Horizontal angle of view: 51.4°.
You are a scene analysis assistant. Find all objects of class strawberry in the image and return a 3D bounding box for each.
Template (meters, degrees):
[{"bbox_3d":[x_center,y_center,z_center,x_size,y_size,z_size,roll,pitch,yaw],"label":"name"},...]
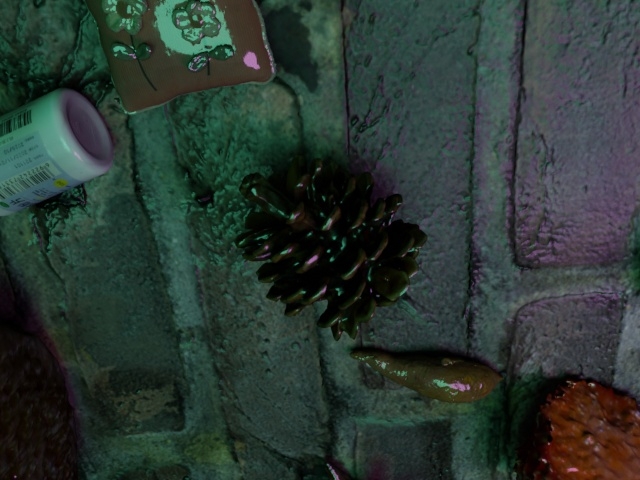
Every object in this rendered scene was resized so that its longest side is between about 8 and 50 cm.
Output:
[{"bbox_3d":[0.370,0.331,0.930,0.234,0.233,0.178,15,141,-8],"label":"strawberry"}]

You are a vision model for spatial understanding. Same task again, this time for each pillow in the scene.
[{"bbox_3d":[-0.146,-0.223,0.679,0.179,0.075,0.171,-10,118,5],"label":"pillow"}]

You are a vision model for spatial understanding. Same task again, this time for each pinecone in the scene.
[{"bbox_3d":[-0.001,0.000,0.750,0.212,0.168,0.185,31,85,-3],"label":"pinecone"}]

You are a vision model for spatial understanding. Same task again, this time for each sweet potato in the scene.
[{"bbox_3d":[0.151,0.187,0.913,0.226,0.068,0.068,10,119,-4],"label":"sweet potato"}]

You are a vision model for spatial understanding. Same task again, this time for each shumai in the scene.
[{"bbox_3d":[-0.517,0.279,0.809,0.348,0.395,0.394,-1,119,-1],"label":"shumai"}]

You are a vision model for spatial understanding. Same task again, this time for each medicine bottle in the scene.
[{"bbox_3d":[-0.336,-0.089,0.741,0.187,0.102,0.102,-21,117,11],"label":"medicine bottle"}]

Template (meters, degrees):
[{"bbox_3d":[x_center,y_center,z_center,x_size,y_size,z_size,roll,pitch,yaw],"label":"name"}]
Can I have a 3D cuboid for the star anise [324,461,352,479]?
[{"bbox_3d":[0.075,0.457,1.052,0.272,0.102,0.271,7,108,22],"label":"star anise"}]
